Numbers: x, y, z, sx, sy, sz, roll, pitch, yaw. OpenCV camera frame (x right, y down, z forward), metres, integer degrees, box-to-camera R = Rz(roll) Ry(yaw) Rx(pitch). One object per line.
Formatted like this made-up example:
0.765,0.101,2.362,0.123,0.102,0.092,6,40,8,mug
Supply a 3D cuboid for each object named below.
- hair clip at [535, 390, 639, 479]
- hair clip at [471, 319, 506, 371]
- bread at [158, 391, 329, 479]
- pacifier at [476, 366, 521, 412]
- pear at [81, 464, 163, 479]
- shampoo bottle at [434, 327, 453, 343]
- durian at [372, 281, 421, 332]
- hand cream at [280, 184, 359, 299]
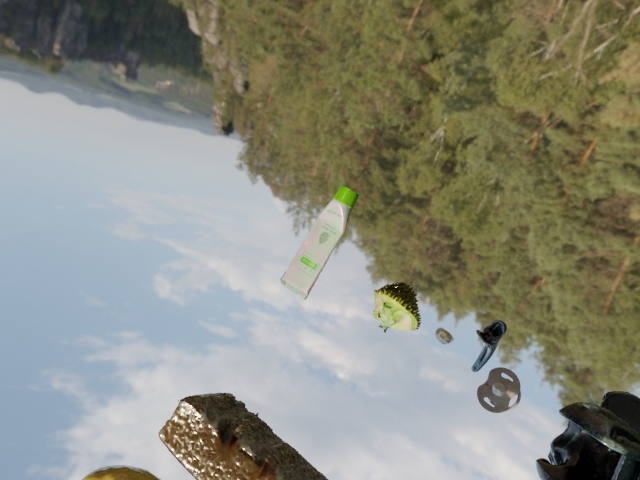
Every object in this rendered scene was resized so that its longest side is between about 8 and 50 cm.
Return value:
0.487,0.357,0.752,0.310,0.194,0.206,23,-175,6,hair clip
0.475,0.316,1.408,0.048,0.083,0.275,56,168,36,hair clip
-0.068,0.411,0.811,0.417,0.113,0.165,34,178,19,bread
0.377,0.315,1.026,0.081,0.099,0.078,35,173,25,pacifier
-0.410,0.581,0.974,0.271,0.271,0.271,17,-171,-3,pear
0.295,0.230,1.181,0.049,0.034,0.141,39,179,20,shampoo bottle
0.164,0.148,1.058,0.100,0.086,0.215,-7,146,10,durian
0.000,0.000,1.161,0.050,0.275,0.079,30,180,-33,hand cream
